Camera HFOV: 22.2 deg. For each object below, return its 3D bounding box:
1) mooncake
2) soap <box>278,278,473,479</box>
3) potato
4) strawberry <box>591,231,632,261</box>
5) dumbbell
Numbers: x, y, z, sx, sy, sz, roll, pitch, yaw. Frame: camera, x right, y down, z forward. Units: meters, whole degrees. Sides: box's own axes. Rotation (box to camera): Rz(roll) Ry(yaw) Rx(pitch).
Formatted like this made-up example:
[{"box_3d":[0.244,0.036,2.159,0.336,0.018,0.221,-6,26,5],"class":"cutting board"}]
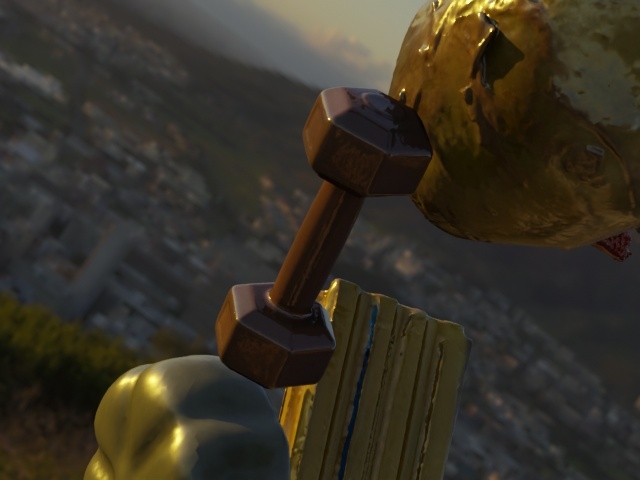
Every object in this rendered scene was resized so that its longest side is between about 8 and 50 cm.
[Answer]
[{"box_3d":[-0.133,0.239,1.551,0.135,0.275,0.275,7,18,-27],"class":"mooncake"},{"box_3d":[0.051,0.230,1.951,0.204,0.324,0.096,23,-22,-22],"class":"soap"},{"box_3d":[0.150,-0.112,1.225,0.299,0.196,0.246,98,-17,-66],"class":"potato"},{"box_3d":[0.267,-0.024,1.685,0.152,0.048,0.104,45,-10,-23],"class":"strawberry"},{"box_3d":[0.000,0.000,1.164,0.082,0.231,0.092,16,27,-19],"class":"dumbbell"}]
